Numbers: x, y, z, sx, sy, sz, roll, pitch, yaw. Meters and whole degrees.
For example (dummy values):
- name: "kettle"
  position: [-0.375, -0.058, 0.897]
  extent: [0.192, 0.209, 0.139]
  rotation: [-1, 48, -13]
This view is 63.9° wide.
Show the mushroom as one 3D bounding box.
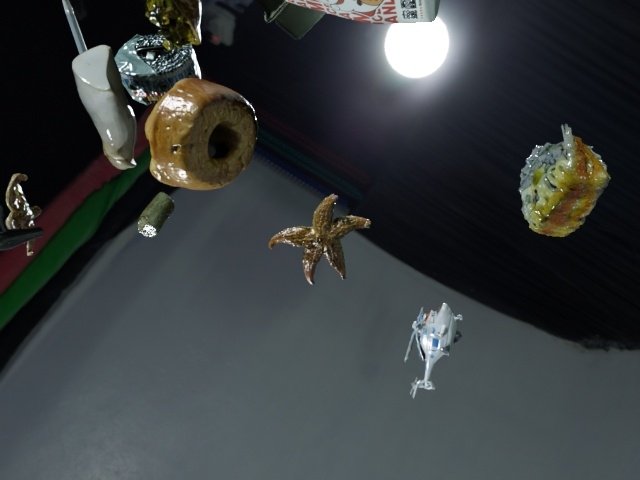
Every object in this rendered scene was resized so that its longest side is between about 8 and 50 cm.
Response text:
- name: "mushroom"
  position: [-0.612, -0.366, 1.500]
  extent: [0.126, 0.177, 0.397]
  rotation: [-12, -24, -14]

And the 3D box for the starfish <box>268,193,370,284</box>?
- name: "starfish"
  position: [0.000, 0.001, 1.192]
  extent: [0.043, 0.241, 0.227]
  rotation: [-97, 1, -67]

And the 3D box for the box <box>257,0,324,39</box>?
- name: "box"
  position: [-0.034, -0.657, 1.249]
  extent: [0.290, 0.166, 0.220]
  rotation: [-40, 37, 25]

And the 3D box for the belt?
- name: "belt"
  position: [-0.522, -0.549, 1.639]
  extent: [0.150, 0.258, 0.207]
  rotation: [86, 174, -59]

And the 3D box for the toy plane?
- name: "toy plane"
  position: [0.255, 0.259, 1.167]
  extent: [0.182, 0.107, 0.273]
  rotation: [-25, -55, -63]

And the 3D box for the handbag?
- name: "handbag"
  position: [0.046, -0.453, 0.839]
  extent: [0.171, 0.298, 0.151]
  rotation: [47, -133, -69]

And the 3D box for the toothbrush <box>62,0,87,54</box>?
- name: "toothbrush"
  position: [-0.681, -0.602, 1.408]
  extent: [0.030, 0.025, 0.342]
  rotation: [-80, -13, -51]

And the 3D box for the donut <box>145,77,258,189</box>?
- name: "donut"
  position: [-0.297, -0.266, 1.312]
  extent: [0.317, 0.150, 0.299]
  rotation: [-53, -28, -34]

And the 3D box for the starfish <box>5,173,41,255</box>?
- name: "starfish"
  position: [-0.758, -0.063, 1.298]
  extent: [0.150, 0.053, 0.209]
  rotation: [-78, -18, -75]

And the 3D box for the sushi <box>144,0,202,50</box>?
- name: "sushi"
  position: [-0.386, -0.596, 1.247]
  extent: [0.179, 0.167, 0.296]
  rotation: [-52, -18, -15]

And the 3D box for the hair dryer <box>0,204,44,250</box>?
- name: "hair dryer"
  position: [-0.455, -0.029, 0.755]
  extent: [0.079, 0.031, 0.083]
  rotation: [-24, -53, -44]

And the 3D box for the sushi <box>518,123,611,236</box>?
- name: "sushi"
  position: [0.575, -0.137, 1.220]
  extent: [0.274, 0.140, 0.184]
  rotation: [107, 167, -49]

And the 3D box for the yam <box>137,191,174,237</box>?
- name: "yam"
  position: [-0.286, -0.046, 0.898]
  extent: [0.043, 0.043, 0.094]
  rotation: [-58, 9, 37]
